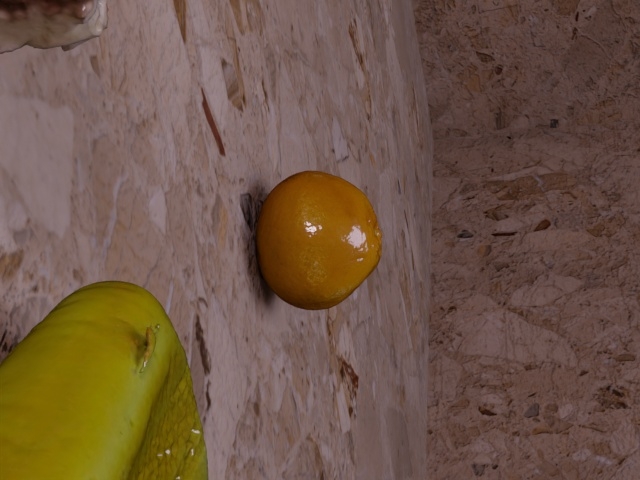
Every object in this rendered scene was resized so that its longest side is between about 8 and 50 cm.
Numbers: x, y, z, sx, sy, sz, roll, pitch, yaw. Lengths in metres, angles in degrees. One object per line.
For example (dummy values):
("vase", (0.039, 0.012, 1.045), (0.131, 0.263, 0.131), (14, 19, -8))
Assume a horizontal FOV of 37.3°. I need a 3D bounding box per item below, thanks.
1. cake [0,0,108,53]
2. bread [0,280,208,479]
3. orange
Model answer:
("cake", (-0.158, -0.173, 0.433), (0.135, 0.135, 0.147), (-81, 171, -45))
("bread", (-0.144, 0.162, 0.402), (0.383, 0.112, 0.166), (-72, 157, -62))
("orange", (0.000, 0.000, 1.059), (0.159, 0.136, 0.159), (-6, 90, -80))
